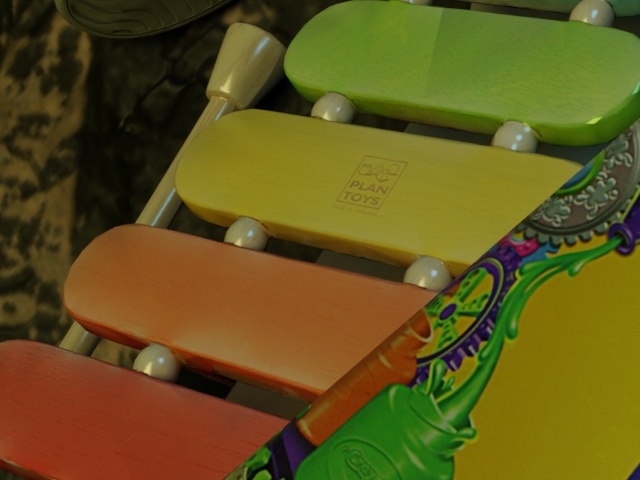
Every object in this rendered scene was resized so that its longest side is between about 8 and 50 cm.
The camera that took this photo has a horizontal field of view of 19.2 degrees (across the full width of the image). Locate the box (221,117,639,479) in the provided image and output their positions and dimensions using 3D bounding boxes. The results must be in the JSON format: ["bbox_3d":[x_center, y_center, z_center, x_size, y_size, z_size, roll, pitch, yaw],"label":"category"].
[{"bbox_3d":[0.184,0.085,0.318,0.279,0.177,0.290,-42,57,14],"label":"box"}]

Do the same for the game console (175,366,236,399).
[{"bbox_3d":[-0.005,0.257,0.591,0.342,0.060,0.386,15,90,47],"label":"game console"}]

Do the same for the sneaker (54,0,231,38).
[{"bbox_3d":[-0.037,-0.186,0.722,0.222,0.083,0.118,-49,45,21],"label":"sneaker"}]

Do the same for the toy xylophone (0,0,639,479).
[{"bbox_3d":[0.000,0.000,0.593,0.236,0.081,0.323,5,55,37],"label":"toy xylophone"}]
